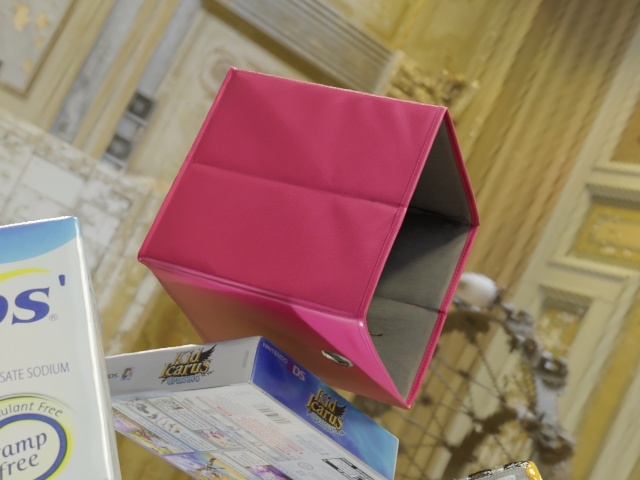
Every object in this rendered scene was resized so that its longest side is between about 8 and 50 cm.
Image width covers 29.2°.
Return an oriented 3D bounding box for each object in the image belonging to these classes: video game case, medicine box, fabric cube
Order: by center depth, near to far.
[{"bbox_3d":[-0.273,0.147,0.835,0.149,0.264,0.289,92,-14,-48],"label":"medicine box"},{"bbox_3d":[-0.088,0.198,1.341,0.244,0.269,0.061,-12,-127,33],"label":"video game case"},{"bbox_3d":[0.000,0.000,1.346,0.258,0.254,0.259,14,-113,21],"label":"fabric cube"}]

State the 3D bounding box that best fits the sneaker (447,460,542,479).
[{"bbox_3d":[0.152,0.222,0.873,0.083,0.215,0.084,-29,-132,14],"label":"sneaker"}]
